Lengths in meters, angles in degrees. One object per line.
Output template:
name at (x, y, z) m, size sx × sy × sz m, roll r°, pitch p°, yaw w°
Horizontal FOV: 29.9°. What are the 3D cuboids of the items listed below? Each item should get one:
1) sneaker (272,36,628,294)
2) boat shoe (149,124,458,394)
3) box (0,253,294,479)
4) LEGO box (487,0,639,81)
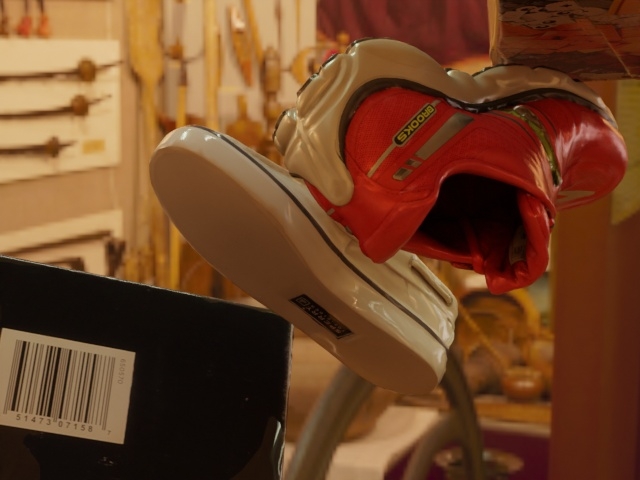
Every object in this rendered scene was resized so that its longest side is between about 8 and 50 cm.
sneaker at (0.090, -0.024, 0.649) m, size 0.279 × 0.107 × 0.118 m, roll -2°, pitch 53°, yaw -48°
boat shoe at (0.000, 0.000, 0.829) m, size 0.267 × 0.088 × 0.096 m, roll 39°, pitch -35°, yaw -20°
box at (-0.237, 0.154, 0.937) m, size 0.343 × 0.178 × 0.312 m, roll 13°, pitch -28°, yaw -18°
LEGO box at (0.170, -0.354, 0.607) m, size 0.193 × 0.500 × 0.372 m, roll -3°, pitch -2°, yaw 7°
